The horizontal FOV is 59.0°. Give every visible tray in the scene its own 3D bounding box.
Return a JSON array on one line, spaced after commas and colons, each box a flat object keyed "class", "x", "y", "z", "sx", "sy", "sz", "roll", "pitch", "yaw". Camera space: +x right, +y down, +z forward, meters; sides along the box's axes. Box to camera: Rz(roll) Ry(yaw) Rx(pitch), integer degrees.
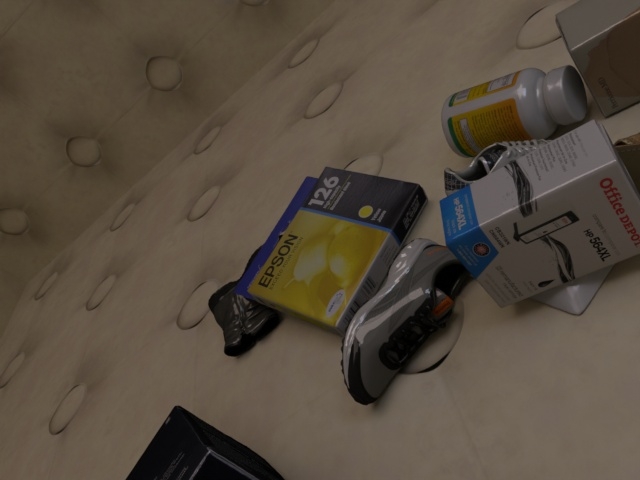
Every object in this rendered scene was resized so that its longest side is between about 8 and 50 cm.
[{"class": "tray", "x": 0.286, "y": 0.002, "z": 0.806, "sx": 0.145, "sy": 0.030, "sz": 0.270, "roll": -53, "pitch": 31, "yaw": -9}]

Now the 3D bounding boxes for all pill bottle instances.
[{"class": "pill bottle", "x": 0.316, "y": -0.214, "z": 0.933, "sx": 0.208, "sy": 0.117, "sz": 0.118, "roll": -10, "pitch": 47, "yaw": 47}]

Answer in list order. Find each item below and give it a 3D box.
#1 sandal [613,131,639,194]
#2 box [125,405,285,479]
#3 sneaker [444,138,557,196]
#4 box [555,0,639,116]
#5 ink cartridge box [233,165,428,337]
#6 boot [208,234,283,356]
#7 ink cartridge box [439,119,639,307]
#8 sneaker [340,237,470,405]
[{"class": "sandal", "x": 0.427, "y": -0.104, "z": 0.728, "sx": 0.240, "sy": 0.088, "sz": 0.079, "roll": -27, "pitch": 3, "yaw": 31}, {"class": "box", "x": -0.186, "y": 0.414, "z": 0.688, "sx": 0.343, "sy": 0.179, "sz": 0.312, "roll": -57, "pitch": 14, "yaw": -17}, {"class": "sneaker", "x": 0.295, "y": -0.107, "z": 0.823, "sx": 0.235, "sy": 0.095, "sz": 0.090, "roll": -26, "pitch": 24, "yaw": 0}, {"class": "box", "x": 0.515, "y": -0.326, "z": 0.790, "sx": 0.311, "sy": 0.148, "sz": 0.121, "roll": -28, "pitch": 35, "yaw": 32}, {"class": "ink cartridge box", "x": 0.000, "y": 0.000, "z": 1.058, "sx": 0.307, "sy": 0.072, "sz": 0.304, "roll": 16, "pitch": 67, "yaw": 37}, {"class": "boot", "x": -0.114, "y": 0.116, "z": 1.153, "sx": 0.246, "sy": 0.083, "sz": 0.161, "roll": -44, "pitch": 42, "yaw": 5}, {"class": "ink cartridge box", "x": 0.270, "y": -0.024, "z": 0.677, "sx": 0.203, "sy": 0.148, "sz": 0.086, "roll": -29, "pitch": 34, "yaw": 29}, {"class": "sneaker", "x": 0.123, "y": 0.113, "z": 0.815, "sx": 0.108, "sy": 0.100, "sz": 0.272, "roll": 13, "pitch": 64, "yaw": 50}]
